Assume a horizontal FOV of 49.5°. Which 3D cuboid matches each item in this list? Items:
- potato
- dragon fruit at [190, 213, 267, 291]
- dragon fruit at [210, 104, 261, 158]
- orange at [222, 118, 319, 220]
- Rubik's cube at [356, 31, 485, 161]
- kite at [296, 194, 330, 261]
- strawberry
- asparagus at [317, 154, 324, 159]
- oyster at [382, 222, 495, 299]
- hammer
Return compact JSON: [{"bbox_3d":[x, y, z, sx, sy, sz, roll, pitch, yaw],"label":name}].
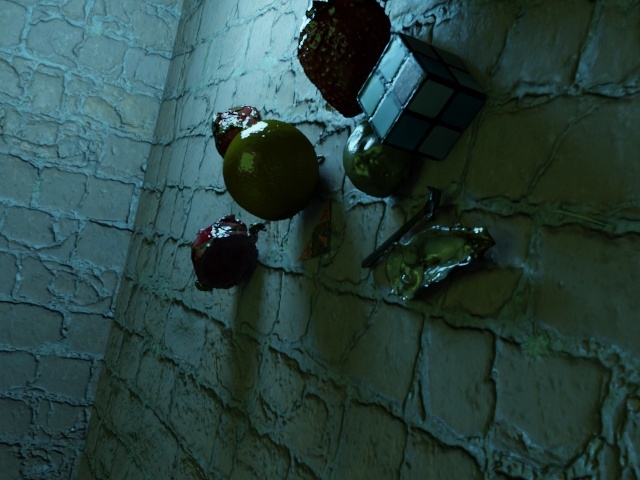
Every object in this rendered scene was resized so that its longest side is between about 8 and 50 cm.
[{"bbox_3d":[0.127,-0.185,1.584,0.154,0.137,0.200,-40,37,2],"label":"potato"},{"bbox_3d":[-0.296,0.032,2.165,0.282,0.211,0.147,-47,40,-1],"label":"dragon fruit"},{"bbox_3d":[-0.313,-0.368,2.381,0.223,0.148,0.219,26,103,60],"label":"dragon fruit"},{"bbox_3d":[-0.132,-0.189,1.891,0.274,0.274,0.274,-30,54,52],"label":"orange"},{"bbox_3d":[0.207,-0.299,1.454,0.183,0.167,0.180,-56,36,34],"label":"Rubik's cube"},{"bbox_3d":[0.001,0.000,1.844,0.222,0.008,0.125,-63,33,23],"label":"kite"},{"bbox_3d":[0.068,-0.451,1.715,0.238,0.250,0.289,-10,92,23],"label":"strawberry"},{"bbox_3d":[-0.036,-0.230,1.989,0.162,0.016,0.016,-2,59,60],"label":"asparagus"},{"bbox_3d":[0.233,0.038,1.376,0.345,0.078,0.129,-30,62,57],"label":"oyster"},{"bbox_3d":[0.171,-0.014,1.516,0.297,0.027,0.125,-49,16,47],"label":"hammer"}]
